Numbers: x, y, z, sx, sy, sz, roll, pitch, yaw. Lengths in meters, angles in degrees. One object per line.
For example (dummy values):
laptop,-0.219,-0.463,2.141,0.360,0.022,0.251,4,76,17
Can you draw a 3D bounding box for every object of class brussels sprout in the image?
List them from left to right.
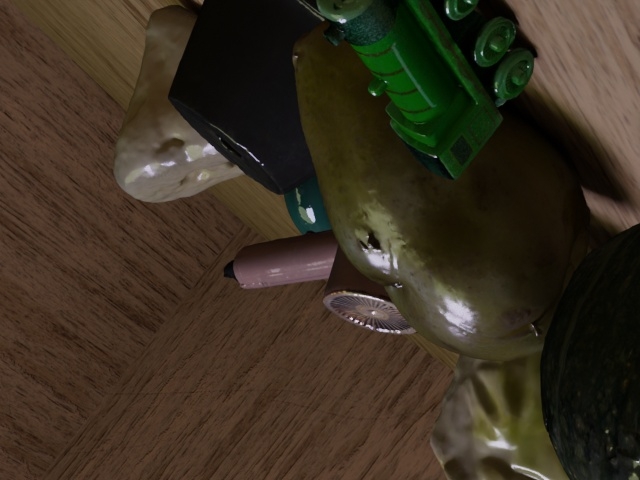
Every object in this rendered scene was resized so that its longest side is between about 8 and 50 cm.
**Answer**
brussels sprout,0.260,0.157,1.612,0.317,0.273,0.242,-5,172,-5

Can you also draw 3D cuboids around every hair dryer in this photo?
hair dryer,0.000,0.000,1.679,0.107,0.189,0.344,30,156,-33

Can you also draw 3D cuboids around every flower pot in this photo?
flower pot,-0.047,-0.155,1.641,0.269,0.166,0.269,37,176,3

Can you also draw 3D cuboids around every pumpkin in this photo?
pumpkin,0.321,0.137,1.195,0.328,0.257,0.291,35,170,-26

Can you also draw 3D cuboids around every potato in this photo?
potato,0.102,-0.051,1.414,0.351,0.202,0.218,51,-174,2

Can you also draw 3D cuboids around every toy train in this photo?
toy train,0.075,-0.145,1.158,0.085,0.119,0.251,36,175,33

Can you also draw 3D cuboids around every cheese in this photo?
cheese,-0.130,-0.147,2.026,0.248,0.251,0.173,17,165,30

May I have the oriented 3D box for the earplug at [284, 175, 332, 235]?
earplug,0.033,-0.062,1.921,0.257,0.164,0.280,45,-175,-7
